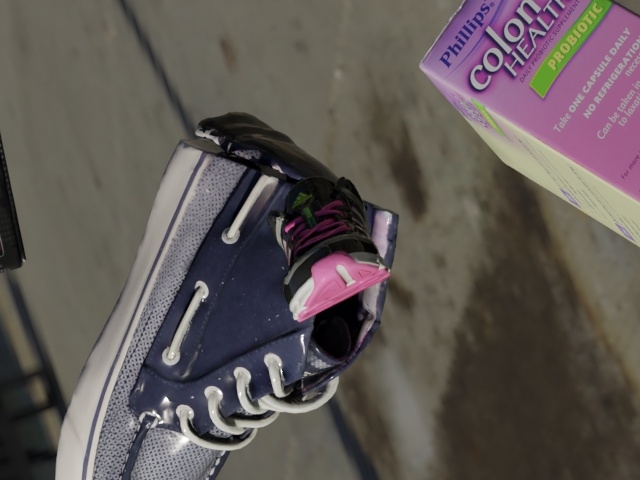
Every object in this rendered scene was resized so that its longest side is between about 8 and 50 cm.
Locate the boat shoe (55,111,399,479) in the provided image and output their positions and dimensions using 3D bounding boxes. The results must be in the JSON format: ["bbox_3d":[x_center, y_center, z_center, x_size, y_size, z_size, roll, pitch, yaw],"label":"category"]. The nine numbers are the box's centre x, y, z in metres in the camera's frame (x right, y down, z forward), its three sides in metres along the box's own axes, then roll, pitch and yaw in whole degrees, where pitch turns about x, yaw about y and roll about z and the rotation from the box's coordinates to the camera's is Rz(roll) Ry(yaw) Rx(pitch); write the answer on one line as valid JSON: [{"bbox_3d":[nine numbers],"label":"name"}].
[{"bbox_3d":[-0.064,0.094,1.307,0.158,0.127,0.340,26,104,39],"label":"boat shoe"}]

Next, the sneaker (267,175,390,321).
[{"bbox_3d":[0.000,0.000,1.127,0.074,0.063,0.170,63,-175,1],"label":"sneaker"}]

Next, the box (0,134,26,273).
[{"bbox_3d":[-0.314,-0.060,1.144,0.060,0.270,0.216,-5,97,43],"label":"box"}]

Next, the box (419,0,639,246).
[{"bbox_3d":[0.229,-0.082,1.432,0.243,0.117,0.213,34,179,29],"label":"box"}]
